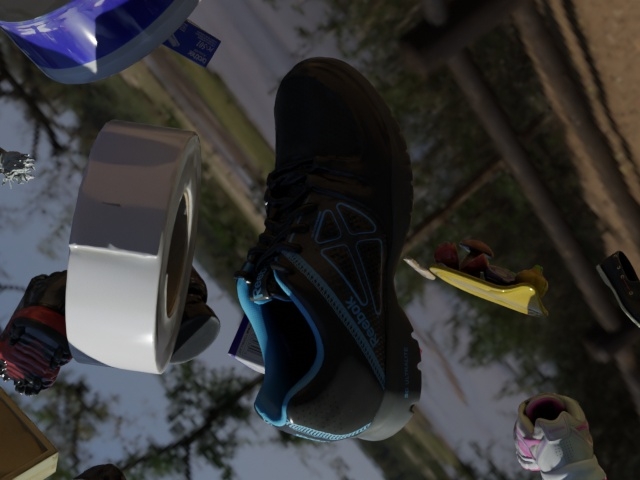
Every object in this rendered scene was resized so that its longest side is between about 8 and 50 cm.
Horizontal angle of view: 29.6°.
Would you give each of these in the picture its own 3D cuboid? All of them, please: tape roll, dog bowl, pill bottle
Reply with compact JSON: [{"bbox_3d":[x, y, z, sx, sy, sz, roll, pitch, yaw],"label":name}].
[{"bbox_3d":[-0.209,0.007,1.387,0.100,0.286,0.286,9,175,1],"label":"tape roll"},{"bbox_3d":[-0.246,-0.310,1.364,0.104,0.265,0.265,47,180,-43],"label":"dog bowl"},{"bbox_3d":[-0.231,0.060,1.660,0.219,0.123,0.123,50,177,31],"label":"pill bottle"}]

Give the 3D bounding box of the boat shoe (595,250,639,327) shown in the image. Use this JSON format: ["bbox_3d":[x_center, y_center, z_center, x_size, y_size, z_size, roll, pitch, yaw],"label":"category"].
[{"bbox_3d":[0.410,0.069,1.587,0.049,0.042,0.133,23,-148,-44],"label":"boat shoe"}]

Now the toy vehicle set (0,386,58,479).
[{"bbox_3d":[-0.400,0.164,1.170,0.267,0.166,0.035,42,137,23],"label":"toy vehicle set"}]

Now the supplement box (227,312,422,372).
[{"bbox_3d":[0.009,0.148,1.606,0.220,0.111,0.114,19,170,20],"label":"supplement box"}]

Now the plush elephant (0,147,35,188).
[{"bbox_3d":[-0.688,-0.096,2.086,0.330,0.255,0.272,24,150,21],"label":"plush elephant"}]

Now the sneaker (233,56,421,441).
[{"bbox_3d":[0.000,0.000,1.029,0.139,0.125,0.341,4,-108,-42],"label":"sneaker"}]

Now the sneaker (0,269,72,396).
[{"bbox_3d":[-0.360,0.116,1.577,0.097,0.135,0.276,32,149,-11],"label":"sneaker"}]

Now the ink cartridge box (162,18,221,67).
[{"bbox_3d":[-0.234,-0.310,1.652,0.207,0.046,0.097,38,-171,39],"label":"ink cartridge box"}]

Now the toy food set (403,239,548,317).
[{"bbox_3d":[0.227,0.037,1.682,0.218,0.071,0.128,20,173,32],"label":"toy food set"}]

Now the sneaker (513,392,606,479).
[{"bbox_3d":[0.315,0.254,1.638,0.252,0.103,0.111,-133,27,-84],"label":"sneaker"}]

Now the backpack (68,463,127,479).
[{"bbox_3d":[-0.344,0.444,1.438,0.290,0.273,0.355,62,-169,11],"label":"backpack"}]
